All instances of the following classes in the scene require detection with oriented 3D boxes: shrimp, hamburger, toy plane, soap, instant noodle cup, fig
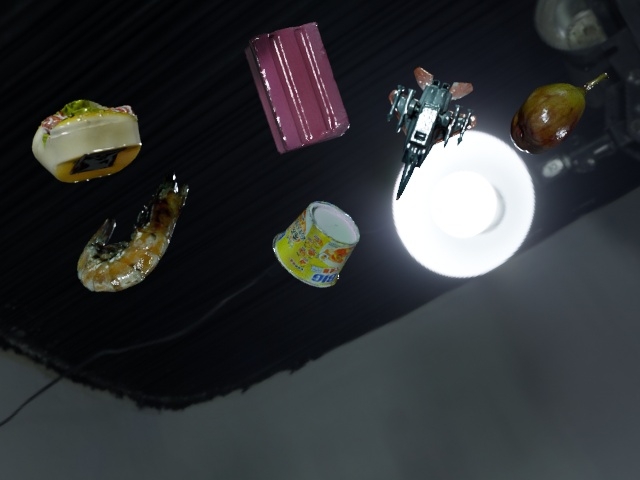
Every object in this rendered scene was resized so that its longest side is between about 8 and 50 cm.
[{"bbox_3d":[-0.444,-0.027,1.550,0.071,0.233,0.365,65,27,-45],"label":"shrimp"},{"bbox_3d":[-0.461,-0.200,1.327,0.210,0.173,0.116,-22,76,-41],"label":"hamburger"},{"bbox_3d":[0.242,-0.250,1.595,0.223,0.326,0.104,21,-10,10],"label":"toy plane"},{"bbox_3d":[-0.070,-0.473,2.073,0.128,0.233,0.360,169,-98,-73],"label":"soap"},{"bbox_3d":[0.000,0.000,1.748,0.205,0.153,0.205,27,31,-18],"label":"instant noodle cup"},{"bbox_3d":[0.599,-0.334,1.650,0.145,0.274,0.170,52,-2,6],"label":"fig"}]
